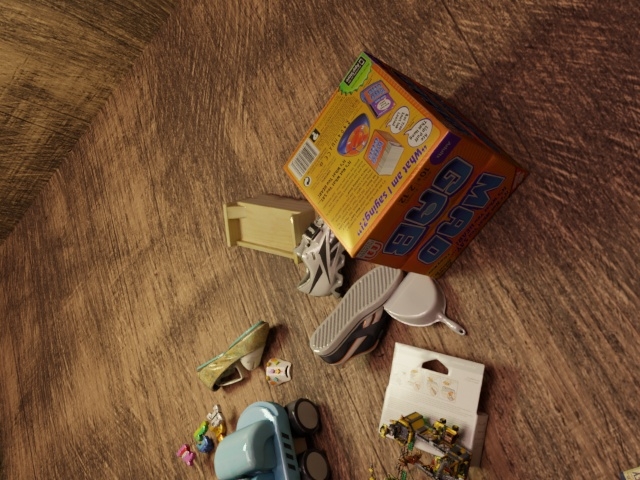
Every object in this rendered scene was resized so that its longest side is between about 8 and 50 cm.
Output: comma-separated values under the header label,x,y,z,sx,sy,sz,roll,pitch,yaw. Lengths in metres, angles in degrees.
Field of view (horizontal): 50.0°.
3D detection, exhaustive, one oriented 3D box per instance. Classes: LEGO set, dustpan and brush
label,x,y,z,sx,sy,sz,roll,pitch,yaw
LEGO set,-0.352,0.646,2.221,0.227,0.087,0.093,-53,52,13
LEGO set,0.201,0.576,1.575,0.255,0.192,0.331,33,119,38
dustpan and brush,0.281,0.176,1.743,0.147,0.060,0.211,-51,46,-5

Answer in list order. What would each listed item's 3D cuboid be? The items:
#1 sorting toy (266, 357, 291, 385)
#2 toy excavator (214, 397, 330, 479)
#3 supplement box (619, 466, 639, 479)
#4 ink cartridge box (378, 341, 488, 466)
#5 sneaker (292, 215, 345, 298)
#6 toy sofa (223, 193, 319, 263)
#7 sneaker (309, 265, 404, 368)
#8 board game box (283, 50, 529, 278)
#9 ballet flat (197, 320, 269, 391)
label,x,y,z,sx,sy,sz,roll,pitch,yaw
sorting toy,-0.123,0.399,2.095,0.075,0.045,0.083,-5,76,23
toy excavator,-0.198,0.641,1.814,0.222,0.445,0.433,-33,59,35
supplement box,0.635,0.458,1.312,0.083,0.083,0.056,-35,57,34
ink cartridge box,0.281,0.395,1.687,0.275,0.060,0.239,8,85,45
sneaker,0.000,0.000,1.943,0.122,0.146,0.331,-151,67,-77
toy sofa,-0.128,-0.044,2.151,0.362,0.177,0.150,11,112,45
sneaker,0.118,0.206,1.859,0.321,0.127,0.126,-45,35,-5
board game box,0.203,-0.173,1.693,0.356,0.356,0.356,-53,49,21
ballet flat,-0.259,0.379,2.187,0.348,0.123,0.123,-38,56,30
